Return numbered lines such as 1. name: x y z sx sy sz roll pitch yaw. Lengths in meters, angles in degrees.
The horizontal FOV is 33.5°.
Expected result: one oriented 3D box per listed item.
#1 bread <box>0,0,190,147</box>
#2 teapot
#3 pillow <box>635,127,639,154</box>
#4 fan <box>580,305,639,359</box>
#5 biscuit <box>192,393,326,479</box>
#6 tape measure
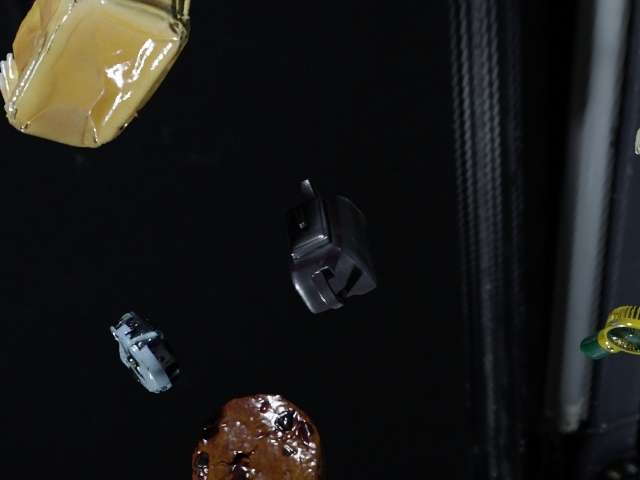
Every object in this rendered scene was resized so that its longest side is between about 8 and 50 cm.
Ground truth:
1. bread: -0.233 -0.204 1.093 0.136 0.107 0.241 11 -36 -30
2. teapot: 0.000 0.000 1.199 0.087 0.177 0.096 -24 -47 16
3. pillow: 0.440 -0.130 1.141 0.053 0.208 0.119 21 -94 -52
4. fan: 0.423 0.134 1.506 0.082 0.155 0.039 28 -119 -13
5. biscuit: -0.075 0.281 1.292 0.192 0.192 0.049 -64 -28 0
6. tape measure: -0.211 0.136 1.289 0.054 0.094 0.091 -33 -41 -23
